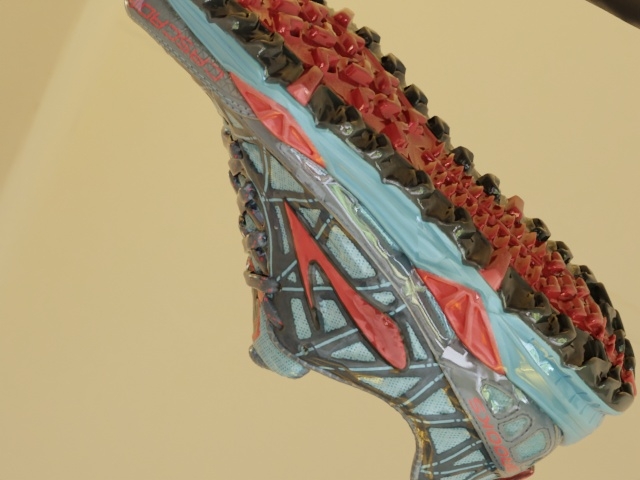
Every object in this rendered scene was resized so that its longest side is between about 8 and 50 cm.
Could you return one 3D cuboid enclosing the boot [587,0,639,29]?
[{"bbox_3d":[0.195,-0.183,0.408,0.445,0.146,0.367,44,-51,39],"label":"boot"}]

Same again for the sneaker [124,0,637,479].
[{"bbox_3d":[0.000,0.000,0.659,0.125,0.262,0.104,-42,180,22],"label":"sneaker"}]
